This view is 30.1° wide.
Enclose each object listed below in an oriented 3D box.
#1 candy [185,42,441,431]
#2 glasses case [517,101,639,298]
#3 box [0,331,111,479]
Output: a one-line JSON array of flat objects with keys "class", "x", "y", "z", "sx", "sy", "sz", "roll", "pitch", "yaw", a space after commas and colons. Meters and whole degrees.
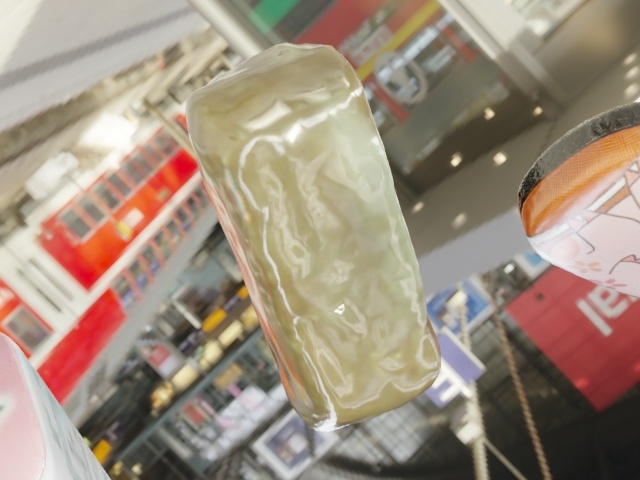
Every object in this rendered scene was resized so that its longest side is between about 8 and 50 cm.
[{"class": "candy", "x": 0.000, "y": 0.000, "z": 0.716, "sx": 0.104, "sy": 0.234, "sz": 0.102, "roll": -23, "pitch": -161, "yaw": -9}, {"class": "glasses case", "x": 0.219, "y": -0.005, "z": 0.620, "sx": 0.103, "sy": 0.267, "sz": 0.067, "roll": -43, "pitch": -136, "yaw": 43}, {"class": "box", "x": -0.186, "y": 0.201, "z": 0.646, "sx": 0.190, "sy": 0.112, "sz": 0.369, "roll": -22, "pitch": 146, "yaw": -6}]
